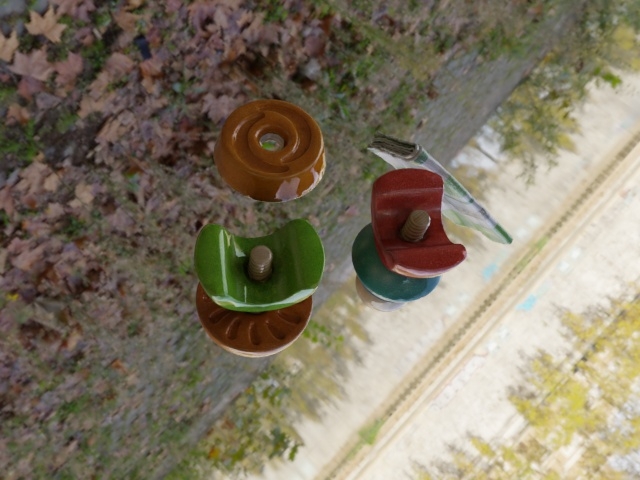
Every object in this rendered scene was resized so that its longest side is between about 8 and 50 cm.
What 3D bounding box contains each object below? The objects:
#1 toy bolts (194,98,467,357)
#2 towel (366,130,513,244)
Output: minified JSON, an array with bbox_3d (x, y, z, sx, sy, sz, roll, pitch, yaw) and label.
[{"bbox_3d":[0.000,0.000,0.612,0.229,0.218,0.158,0,150,-9],"label":"toy bolts"},{"bbox_3d":[0.122,-0.052,0.680,0.023,0.152,0.113,-50,-156,1],"label":"towel"}]
